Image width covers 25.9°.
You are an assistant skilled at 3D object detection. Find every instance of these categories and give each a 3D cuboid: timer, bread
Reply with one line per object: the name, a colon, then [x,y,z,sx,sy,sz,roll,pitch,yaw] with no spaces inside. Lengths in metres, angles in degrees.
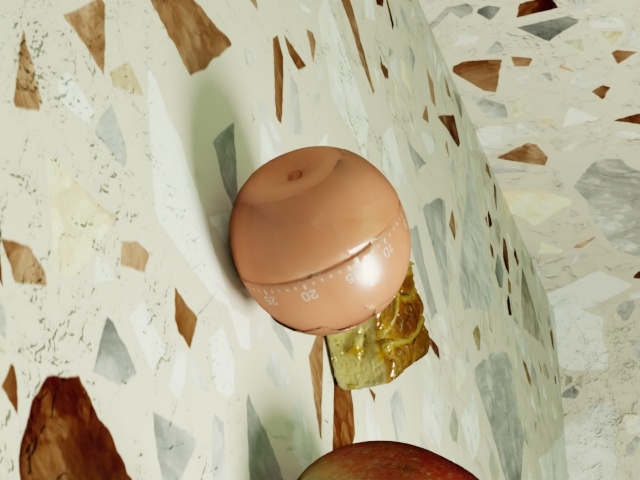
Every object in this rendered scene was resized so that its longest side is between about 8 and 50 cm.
timer: [0.000,0.000,1.775,0.229,0.230,0.215,-73,147,-56]
bread: [0.092,0.120,2.193,0.275,0.114,0.184,-21,100,-74]

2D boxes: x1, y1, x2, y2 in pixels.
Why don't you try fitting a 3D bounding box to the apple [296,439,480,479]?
apple: [0.103,0.421,1.768,0.348,0.277,0.348,-11,90,-72]
